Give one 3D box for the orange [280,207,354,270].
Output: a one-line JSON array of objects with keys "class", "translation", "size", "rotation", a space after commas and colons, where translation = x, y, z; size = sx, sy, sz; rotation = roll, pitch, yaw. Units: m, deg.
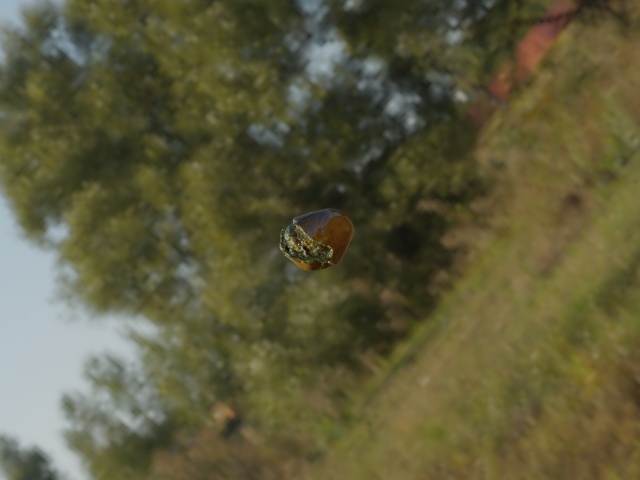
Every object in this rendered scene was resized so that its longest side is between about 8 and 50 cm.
[{"class": "orange", "translation": [0.000, 0.000, 1.797], "size": [0.086, 0.062, 0.086], "rotation": [-23, -6, -2]}]
